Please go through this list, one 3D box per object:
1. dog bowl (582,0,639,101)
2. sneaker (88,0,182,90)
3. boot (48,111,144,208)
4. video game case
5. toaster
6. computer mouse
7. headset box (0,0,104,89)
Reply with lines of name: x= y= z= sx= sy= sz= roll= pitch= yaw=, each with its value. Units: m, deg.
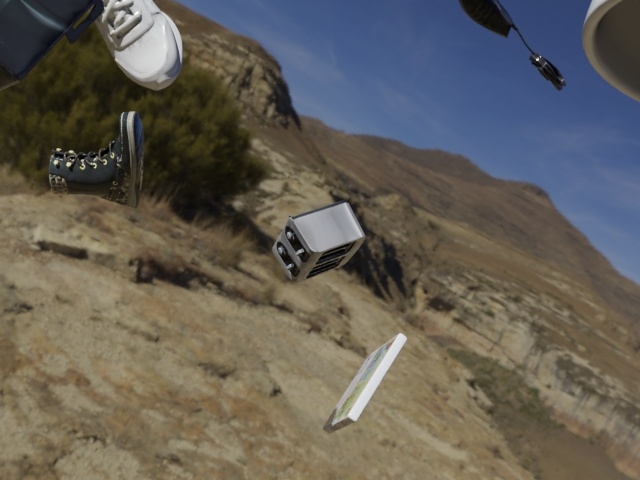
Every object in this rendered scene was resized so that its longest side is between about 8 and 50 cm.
dog bowl: x=0.351 y=-0.180 z=0.520 sx=0.264 sy=0.104 sz=0.265 roll=19 pitch=-5 yaw=2
sneaker: x=-0.318 y=-0.355 z=0.992 sx=0.305 sy=0.114 sz=0.152 roll=59 pitch=15 yaw=7
boot: x=-0.441 y=-0.160 z=1.320 sx=0.178 sy=0.236 sz=0.085 roll=7 pitch=48 yaw=-10
video game case: x=0.099 y=0.329 z=1.528 sx=0.026 sy=0.227 sz=0.206 roll=37 pitch=-27 yaw=1
toaster: x=0.000 y=0.000 z=1.549 sx=0.185 sy=0.168 sz=0.110 roll=-19 pitch=71 yaw=-29
computer mouse: x=0.280 y=-0.298 z=0.991 sx=0.242 sy=0.041 sz=0.071 roll=39 pitch=31 yaw=-21
headset box: x=-0.289 y=-0.292 z=0.553 sx=0.131 sy=0.246 sz=0.283 roll=1 pitch=-37 yaw=47
